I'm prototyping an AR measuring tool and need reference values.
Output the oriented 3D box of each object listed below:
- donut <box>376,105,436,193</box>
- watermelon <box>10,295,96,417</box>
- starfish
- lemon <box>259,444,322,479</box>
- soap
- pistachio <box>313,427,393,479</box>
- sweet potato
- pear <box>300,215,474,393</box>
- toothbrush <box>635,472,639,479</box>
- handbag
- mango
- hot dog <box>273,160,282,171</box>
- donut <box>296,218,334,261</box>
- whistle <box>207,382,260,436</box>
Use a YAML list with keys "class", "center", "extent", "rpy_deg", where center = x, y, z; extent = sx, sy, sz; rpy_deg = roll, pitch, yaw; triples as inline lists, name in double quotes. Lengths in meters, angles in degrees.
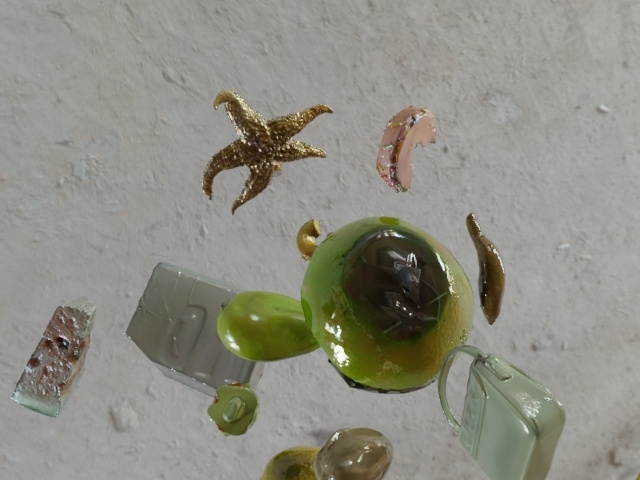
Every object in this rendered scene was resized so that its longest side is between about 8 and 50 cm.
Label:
- class: "donut"
  center: [0.222, -0.252, 1.598]
  extent: [0.233, 0.085, 0.199]
  rpy_deg: [-59, 150, -12]
- class: "watermelon"
  center: [-0.459, 0.192, 1.109]
  extent: [0.094, 0.154, 0.241]
  rpy_deg: [28, 120, 1]
- class: "starfish"
  center: [-0.108, -0.187, 1.266]
  extent: [0.302, 0.060, 0.299]
  rpy_deg: [-16, 133, -14]
- class: "lemon"
  center: [-0.046, 0.655, 1.635]
  extent: [0.260, 0.204, 0.204]
  rpy_deg: [-8, 122, 6]
- class: "soap"
  center: [-0.372, 0.300, 1.944]
  extent: [0.435, 0.213, 0.350]
  rpy_deg: [21, 73, 6]
- class: "pistachio"
  center: [0.057, 0.362, 0.993]
  extent: [0.149, 0.113, 0.113]
  rpy_deg: [-4, 122, -35]
- class: "sweet potato"
  center: [0.482, 0.089, 1.758]
  extent: [0.079, 0.108, 0.346]
  rpy_deg: [-14, 96, -23]
- class: "pear"
  center: [0.154, 0.117, 1.277]
  extent: [0.399, 0.165, 0.399]
  rpy_deg: [1, 75, -5]
- class: "toothbrush"
  center: [0.535, 0.314, 0.939]
  extent: [0.288, 0.021, 0.024]
  rpy_deg: [-46, 122, -19]
- class: "handbag"
  center: [0.274, 0.278, 0.978]
  extent: [0.079, 0.219, 0.256]
  rpy_deg: [-26, 136, -23]
- class: "mango"
  center: [-0.120, 0.206, 1.475]
  extent: [0.273, 0.185, 0.149]
  rpy_deg: [1, 118, -31]
- class: "hot dog"
  center: [-0.155, -0.209, 1.827]
  extent: [0.092, 0.235, 0.062]
  rpy_deg: [-39, 93, -3]
- class: "donut"
  center: [-0.008, 0.008, 2.055]
  extent: [0.146, 0.181, 0.078]
  rpy_deg: [-54, 152, -5]
- class: "whistle"
  center: [-0.197, 0.390, 1.402]
  extent: [0.106, 0.288, 0.131]
  rpy_deg: [24, 75, 5]
